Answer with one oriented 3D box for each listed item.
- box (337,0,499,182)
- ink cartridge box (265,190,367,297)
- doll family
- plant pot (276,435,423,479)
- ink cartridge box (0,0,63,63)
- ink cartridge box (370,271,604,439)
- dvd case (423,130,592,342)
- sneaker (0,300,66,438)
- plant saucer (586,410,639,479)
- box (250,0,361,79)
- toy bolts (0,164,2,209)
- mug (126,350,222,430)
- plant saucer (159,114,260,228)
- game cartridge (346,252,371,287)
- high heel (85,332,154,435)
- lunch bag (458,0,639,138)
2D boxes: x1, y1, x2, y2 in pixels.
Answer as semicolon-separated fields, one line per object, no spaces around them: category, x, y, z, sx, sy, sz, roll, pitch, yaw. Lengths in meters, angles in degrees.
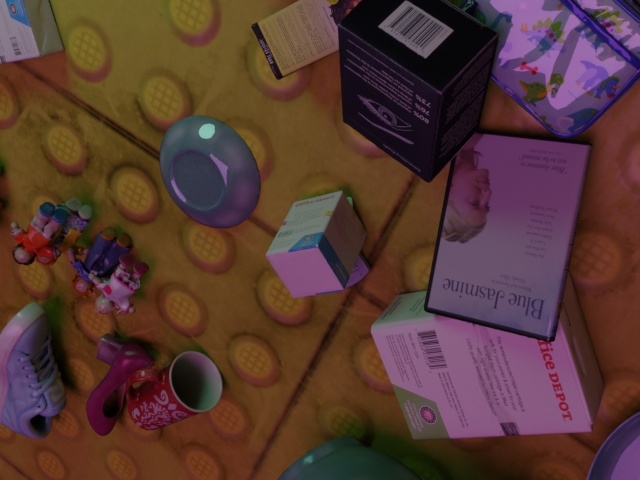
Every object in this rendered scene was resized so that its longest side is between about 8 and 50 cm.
box;0.113;-0.192;1.005;0.153;0.108;0.207;38;163;17
ink cartridge box;0.000;0.000;1.220;0.092;0.143;0.089;-10;125;32
doll family;-0.429;0.028;1.498;0.263;0.118;0.163;36;121;-13
plant pot;0.041;0.446;1.348;0.196;0.293;0.293;54;132;31
ink cartridge box;-0.527;-0.352;1.379;0.180;0.060;0.104;0;114;29
ink cartridge box;0.238;0.167;1.176;0.273;0.115;0.198;-12;107;32
dvd case;0.237;-0.012;1.068;0.181;0.022;0.252;12;93;33
sneaker;-0.570;0.272;1.679;0.150;0.135;0.365;29;133;5
plant saucer;0.518;0.364;1.099;0.318;0.044;0.317;-1;88;23
box;0.023;-0.299;1.103;0.232;0.058;0.087;-19;103;35
toy bolts;-0.740;-0.080;1.545;0.229;0.218;0.158;17;107;29
mug;-0.286;0.271;1.521;0.150;0.113;0.169;45;132;-15
plant saucer;-0.190;-0.102;1.331;0.195;0.037;0.194;13;119;24
game cartridge;0.037;0.044;1.290;0.083;0.017;0.056;-29;94;36
high heel;-0.384;0.300;1.614;0.117;0.082;0.244;22;113;20
lunch bag;0.276;-0.247;0.972;0.219;0.090;0.176;45;124;2
